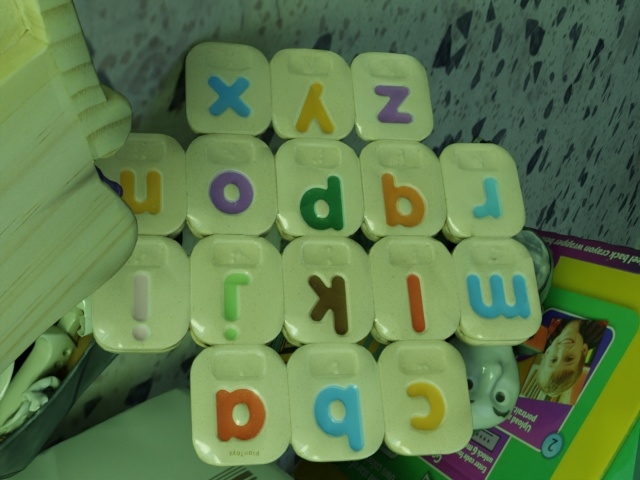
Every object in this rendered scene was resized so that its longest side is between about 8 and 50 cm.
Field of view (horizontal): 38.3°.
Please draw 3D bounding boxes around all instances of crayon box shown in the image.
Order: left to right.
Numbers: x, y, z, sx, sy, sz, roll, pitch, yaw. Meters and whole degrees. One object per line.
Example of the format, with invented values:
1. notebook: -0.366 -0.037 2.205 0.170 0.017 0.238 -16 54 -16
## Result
1. crayon box: 0.156 0.150 0.772 0.106 0.363 0.313 34 84 -21

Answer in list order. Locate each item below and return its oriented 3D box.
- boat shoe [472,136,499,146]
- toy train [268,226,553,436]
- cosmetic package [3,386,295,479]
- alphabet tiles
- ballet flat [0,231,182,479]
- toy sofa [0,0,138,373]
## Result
1. boat shoe: 0.198 -0.069 1.180 0.046 0.038 0.125 -20 131 -56
2. toy train: 0.057 0.079 0.765 0.142 0.334 0.190 24 71 -24
3. cosmetic package: -0.131 0.385 0.604 0.327 0.329 0.394 -22 134 -46
4. alphabet tiles: 0.000 0.000 0.588 0.021 0.284 0.278 122 -34 -64
5. ballet flat: -0.160 0.056 0.574 0.203 0.074 0.074 -55 154 -11
6. toy sofa: -0.236 0.030 0.301 0.362 0.150 0.177 -50 156 -26
